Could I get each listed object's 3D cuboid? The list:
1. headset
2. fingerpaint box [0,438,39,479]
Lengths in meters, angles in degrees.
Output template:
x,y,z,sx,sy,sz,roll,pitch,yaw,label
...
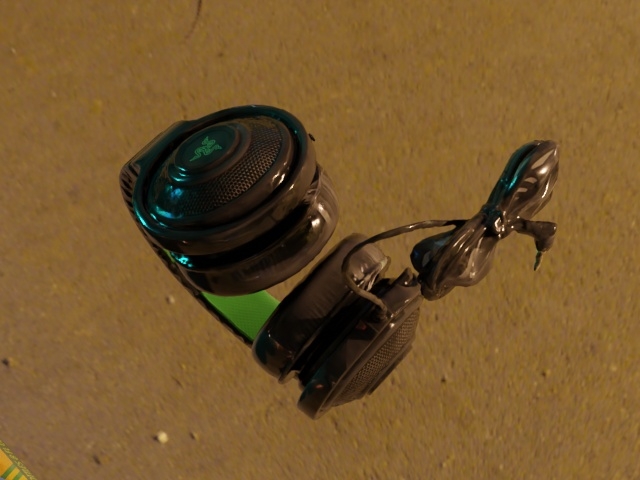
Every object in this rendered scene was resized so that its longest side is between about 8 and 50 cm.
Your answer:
x,y,z,sx,sy,sz,roll,pitch,yaw,label
0.000,0.000,0.790,0.185,0.394,0.243,-46,109,-19,headset
-0.480,0.177,0.986,0.445,0.371,0.163,38,92,27,fingerpaint box
